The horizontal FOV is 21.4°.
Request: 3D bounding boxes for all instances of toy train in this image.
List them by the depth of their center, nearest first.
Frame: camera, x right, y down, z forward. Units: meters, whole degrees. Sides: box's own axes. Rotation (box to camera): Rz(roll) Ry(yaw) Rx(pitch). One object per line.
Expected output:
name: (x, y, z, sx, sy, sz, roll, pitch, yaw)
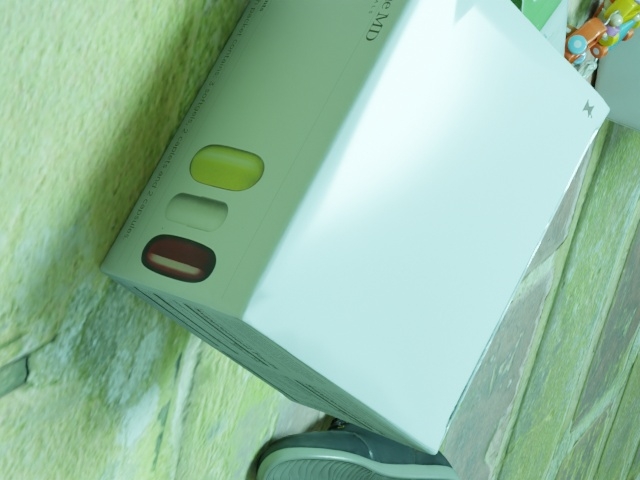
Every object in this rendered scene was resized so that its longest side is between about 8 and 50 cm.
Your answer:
toy train: (0.282, -0.218, 1.754, 0.125, 0.046, 0.166, -42, 170, 6)

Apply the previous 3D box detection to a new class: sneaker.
sneaker: (0.015, 0.187, 1.507, 0.222, 0.118, 0.083, 15, 121, -42)

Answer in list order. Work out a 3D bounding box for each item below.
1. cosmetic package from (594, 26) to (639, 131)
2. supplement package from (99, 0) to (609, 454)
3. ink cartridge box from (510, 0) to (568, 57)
cosmetic package: (0.524, -0.314, 1.835, 0.329, 0.327, 0.394, -50, 153, -37)
supplement package: (0.028, -0.035, 1.073, 0.204, 0.145, 0.262, 38, 75, -41)
ink cartridge box: (0.167, -0.180, 1.477, 0.109, 0.062, 0.209, -52, 155, -32)
